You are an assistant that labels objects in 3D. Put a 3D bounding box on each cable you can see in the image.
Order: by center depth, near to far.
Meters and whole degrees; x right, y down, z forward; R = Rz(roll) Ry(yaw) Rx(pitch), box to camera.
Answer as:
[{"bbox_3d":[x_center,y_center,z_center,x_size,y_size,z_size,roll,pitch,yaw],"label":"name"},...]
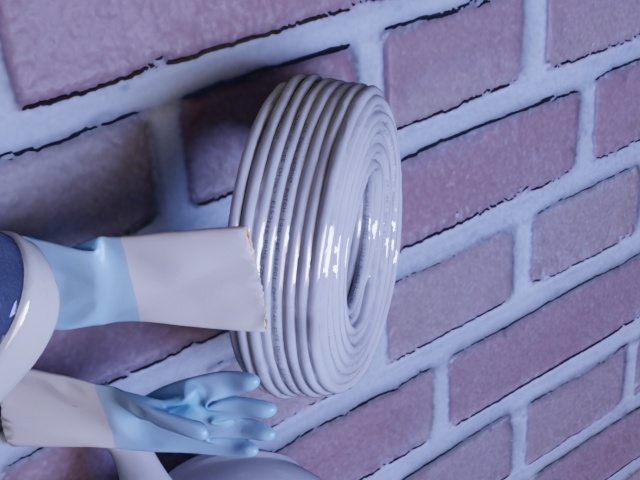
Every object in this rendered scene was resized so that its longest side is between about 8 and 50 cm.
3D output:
[{"bbox_3d":[0.000,0.000,0.862,0.257,0.089,0.257,-50,146,-65],"label":"cable"}]

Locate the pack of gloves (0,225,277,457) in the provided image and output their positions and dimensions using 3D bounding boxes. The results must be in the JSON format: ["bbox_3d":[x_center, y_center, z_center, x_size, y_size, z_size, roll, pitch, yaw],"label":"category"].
[{"bbox_3d":[-0.149,0.086,0.773,0.046,0.232,0.195,-67,153,-56],"label":"pack of gloves"}]

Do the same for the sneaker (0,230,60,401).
[{"bbox_3d":[-0.319,0.127,0.692,0.148,0.131,0.350,29,94,-46],"label":"sneaker"}]

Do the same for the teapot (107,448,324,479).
[{"bbox_3d":[-0.072,0.268,0.957,0.253,0.187,0.256,-2,141,-20],"label":"teapot"}]
